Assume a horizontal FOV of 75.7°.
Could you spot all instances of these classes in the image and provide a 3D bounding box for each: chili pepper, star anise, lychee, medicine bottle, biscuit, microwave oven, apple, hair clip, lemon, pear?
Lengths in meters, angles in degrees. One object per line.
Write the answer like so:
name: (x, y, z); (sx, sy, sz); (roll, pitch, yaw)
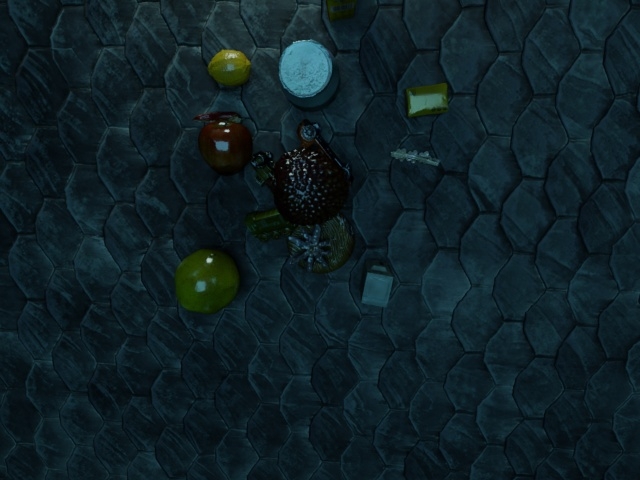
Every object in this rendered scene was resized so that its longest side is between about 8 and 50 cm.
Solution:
chili pepper: (-0.422, -0.528, 1.774); (0.267, 0.059, 0.051); (2, 65, 5)
star anise: (-0.043, 0.034, 1.809); (0.228, 0.093, 0.237); (21, 95, -17)
lychee: (-0.049, -0.202, 1.587); (0.329, 0.306, 0.307); (1, 104, -14)
medicine bottle: (-0.046, -0.637, 1.602); (0.244, 0.290, 0.246); (1, 103, 3)
biscuit: (0.000, 0.000, 1.875); (0.316, 0.040, 0.319); (1, 103, 4)
microwave oven: (0.247, 0.184, 1.816); (0.122, 0.208, 0.163); (11, 103, 1)
apple: (-0.396, -0.383, 1.720); (0.229, 0.230, 0.230); (1, 103, 3)
hair clip: (0.407, -0.359, 1.768); (0.213, 0.056, 0.063); (15, 120, 8)
lemon: (-0.373, -0.702, 1.681); (0.186, 0.142, 0.143); (0, 103, 9)
pear: (-0.502, 0.176, 1.829); (0.293, 0.294, 0.295); (1, 103, 3)

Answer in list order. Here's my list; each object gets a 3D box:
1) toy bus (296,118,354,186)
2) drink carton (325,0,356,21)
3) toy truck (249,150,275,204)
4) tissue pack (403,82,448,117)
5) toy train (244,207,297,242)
toy bus: (0.001, -0.349, 1.743); (0.153, 0.143, 0.329); (-35, 102, 20)
drink carton: (0.067, -0.932, 1.496); (0.111, 0.351, 0.155); (-9, 103, 5)
toy truck: (-0.205, -0.267, 1.786); (0.127, 0.127, 0.257); (-36, 99, 25)
tissue pack: (0.433, -0.575, 1.697); (0.168, 0.082, 0.120); (-6, 101, 5)
toy train: (-0.213, -0.075, 1.811); (0.225, 0.090, 0.137); (-14, 126, 23)
